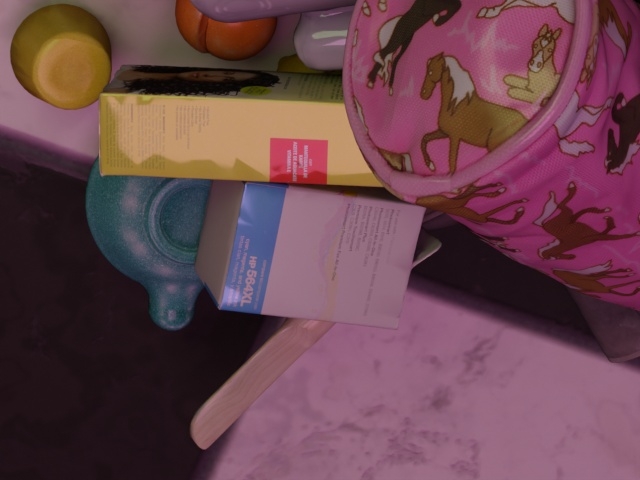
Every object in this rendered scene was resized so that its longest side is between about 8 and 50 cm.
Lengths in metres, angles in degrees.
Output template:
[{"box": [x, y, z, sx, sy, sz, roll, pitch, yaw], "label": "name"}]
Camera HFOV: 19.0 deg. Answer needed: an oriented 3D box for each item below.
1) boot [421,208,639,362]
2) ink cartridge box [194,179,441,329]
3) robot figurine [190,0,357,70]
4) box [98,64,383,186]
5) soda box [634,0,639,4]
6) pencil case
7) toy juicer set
[{"box": [0.170, 0.005, 1.385, 0.190, 0.076, 0.208, -26, 123, 13], "label": "boot"}, {"box": [0.000, 0.000, 1.274, 0.143, 0.092, 0.090, 8, 105, -17], "label": "ink cartridge box"}, {"box": [0.024, -0.242, 1.149, 0.353, 0.200, 0.300, -8, 119, 12], "label": "robot figurine"}, {"box": [-0.020, -0.072, 1.214, 0.232, 0.087, 0.058, 3, 108, 2], "label": "box"}, {"box": [0.280, -0.153, 1.303, 0.169, 0.060, 0.053, -8, 118, 2], "label": "soda box"}, {"box": [0.172, -0.061, 1.140, 0.160, 0.167, 0.386, -31, 152, 26], "label": "pencil case"}, {"box": [-0.063, -0.042, 1.343, 0.209, 0.089, 0.329, -26, 111, -7], "label": "toy juicer set"}]
